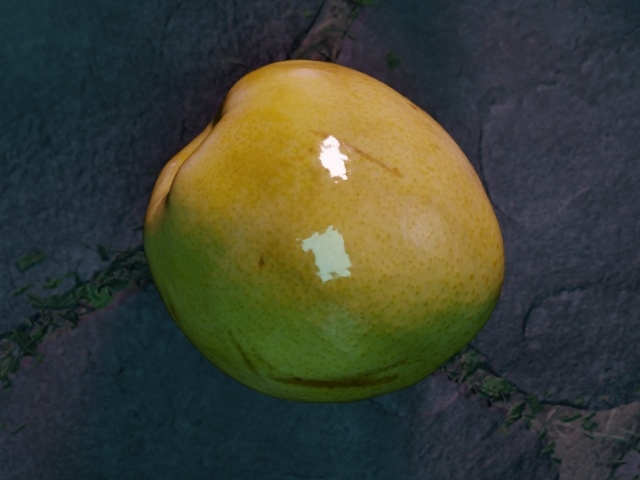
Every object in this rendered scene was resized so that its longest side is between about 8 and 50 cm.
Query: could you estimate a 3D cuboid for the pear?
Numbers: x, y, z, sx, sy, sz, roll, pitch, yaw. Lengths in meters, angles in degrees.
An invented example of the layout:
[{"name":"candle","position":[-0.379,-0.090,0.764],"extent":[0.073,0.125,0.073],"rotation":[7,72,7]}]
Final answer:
[{"name":"pear","position":[0.000,0.000,1.713],"extent":[0.314,0.314,0.314],"rotation":[-2,108,-7]}]
